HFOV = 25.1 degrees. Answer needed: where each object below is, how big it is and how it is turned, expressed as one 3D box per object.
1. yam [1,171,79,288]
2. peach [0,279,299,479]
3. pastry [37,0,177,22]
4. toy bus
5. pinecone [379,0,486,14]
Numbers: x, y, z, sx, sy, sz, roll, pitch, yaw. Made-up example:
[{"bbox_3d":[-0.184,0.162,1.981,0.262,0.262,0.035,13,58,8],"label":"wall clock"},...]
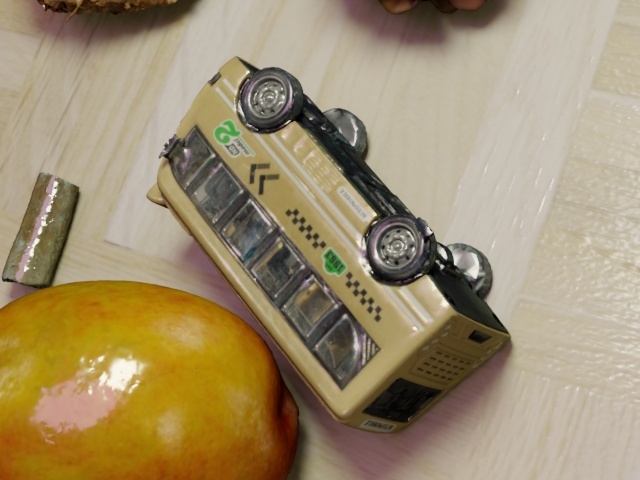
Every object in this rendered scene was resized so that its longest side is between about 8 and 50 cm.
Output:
[{"bbox_3d":[-0.308,-0.010,1.594,0.054,0.054,0.132,10,77,27],"label":"yam"},{"bbox_3d":[-0.183,0.178,1.342,0.332,0.308,0.308,-4,69,-6],"label":"peach"},{"bbox_3d":[-0.241,-0.375,1.604,0.274,0.193,0.275,-8,70,24],"label":"pastry"},{"bbox_3d":[0.000,0.000,1.381,0.202,0.177,0.365,-45,62,11],"label":"toy bus"},{"bbox_3d":[0.083,-0.357,1.423,0.264,0.264,0.264,-8,70,22],"label":"pinecone"}]
